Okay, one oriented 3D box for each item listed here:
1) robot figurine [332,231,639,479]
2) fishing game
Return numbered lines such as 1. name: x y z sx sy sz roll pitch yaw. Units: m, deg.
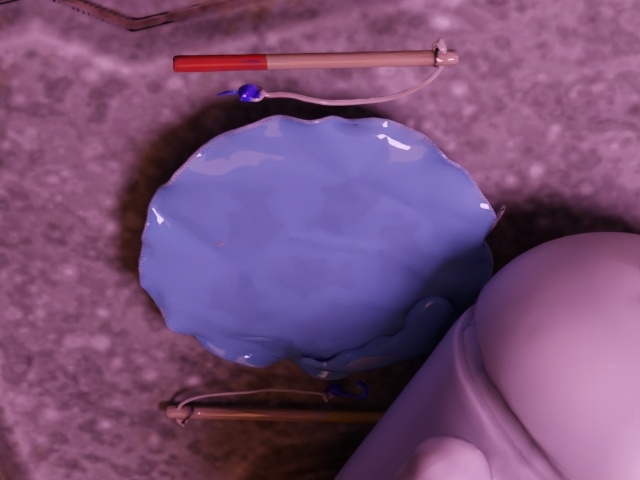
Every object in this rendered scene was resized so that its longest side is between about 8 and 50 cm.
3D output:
1. robot figurine: 0.121 0.138 0.991 0.300 0.200 0.353 -4 137 -52
2. fishing game: 0.000 0.000 0.989 0.189 0.041 0.264 -2 132 -2
